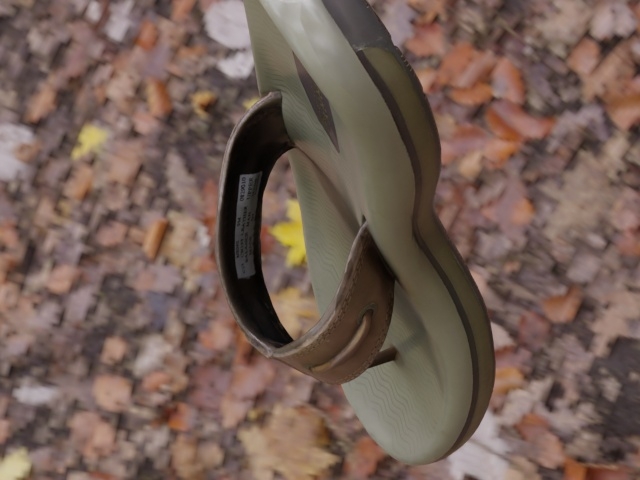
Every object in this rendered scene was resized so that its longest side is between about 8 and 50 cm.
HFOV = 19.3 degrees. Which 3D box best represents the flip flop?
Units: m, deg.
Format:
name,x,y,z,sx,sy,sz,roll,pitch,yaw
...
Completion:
name,x,y,z,sx,sy,sz,roll,pitch,yaw
flip flop,0.000,0.000,0.689,0.080,0.277,0.112,-35,60,-12
